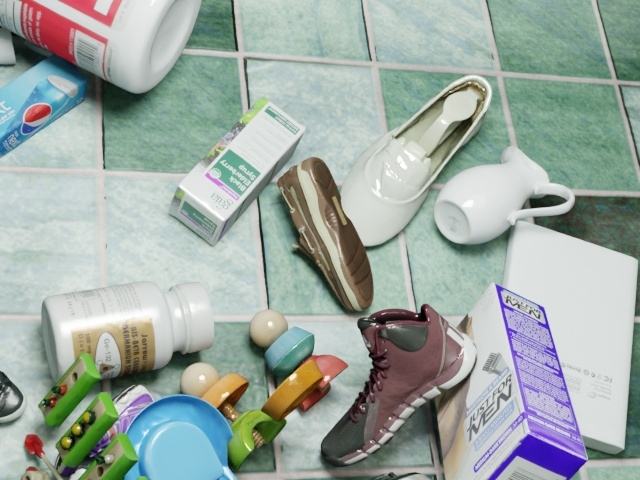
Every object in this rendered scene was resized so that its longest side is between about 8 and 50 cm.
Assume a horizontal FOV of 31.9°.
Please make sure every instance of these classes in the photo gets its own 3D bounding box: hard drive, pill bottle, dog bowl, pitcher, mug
[{"bbox_3d":[0.406,0.156,1.866,0.233,0.047,0.353,18,60,-8],"label":"hard drive"},{"bbox_3d":[-0.407,-0.415,1.747,0.407,0.229,0.229,28,59,5],"label":"pill bottle"},{"bbox_3d":[-0.277,0.127,1.615,0.229,0.131,0.131,-9,67,-22],"label":"pill bottle"},{"bbox_3d":[-0.173,0.356,1.522,0.166,0.074,0.297,-27,90,-32],"label":"dog bowl"},{"bbox_3d":[0.309,-0.065,1.890,0.207,0.125,0.177,-30,42,-33],"label":"pitcher"},{"bbox_3d":[-0.531,-0.313,1.815,0.064,0.078,0.062,-11,100,-13],"label":"mug"}]

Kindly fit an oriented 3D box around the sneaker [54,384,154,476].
[{"bbox_3d":[-0.298,0.276,1.574,0.170,0.068,0.071,-39,97,-24],"label":"sneaker"}]

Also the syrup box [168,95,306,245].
[{"bbox_3d":[-0.134,-0.113,1.806,0.093,0.096,0.237,37,58,3],"label":"syrup box"}]

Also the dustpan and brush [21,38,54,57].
[{"bbox_3d":[-0.370,-0.339,1.868,0.211,0.060,0.147,30,59,-1],"label":"dustpan and brush"}]

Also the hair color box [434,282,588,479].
[{"bbox_3d":[0.259,0.238,1.610,0.110,0.185,0.339,27,28,-14],"label":"hair color box"}]

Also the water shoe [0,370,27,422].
[{"bbox_3d":[-0.497,0.179,1.548,0.203,0.080,0.073,33,59,1],"label":"water shoe"}]

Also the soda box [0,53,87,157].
[{"bbox_3d":[-0.470,-0.208,1.766,0.071,0.067,0.210,44,60,8],"label":"soda box"}]

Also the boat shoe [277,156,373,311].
[{"bbox_3d":[0.004,-0.001,1.805,0.095,0.095,0.257,-10,79,-62],"label":"boat shoe"}]

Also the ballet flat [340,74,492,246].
[{"bbox_3d":[0.166,-0.155,1.903,0.139,0.139,0.400,40,59,5],"label":"ballet flat"}]

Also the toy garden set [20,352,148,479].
[{"bbox_3d":[-0.334,0.306,1.474,0.049,0.204,0.244,14,35,-50],"label":"toy garden set"}]

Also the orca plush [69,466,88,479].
[{"bbox_3d":[-0.246,0.431,1.483,0.102,0.151,0.287,19,22,-52],"label":"orca plush"}]

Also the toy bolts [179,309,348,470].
[{"bbox_3d":[-0.078,0.181,1.623,0.158,0.218,0.228,45,43,12],"label":"toy bolts"}]

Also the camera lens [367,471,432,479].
[{"bbox_3d":[0.099,0.466,1.506,0.219,0.219,0.274,-17,70,-24],"label":"camera lens"}]

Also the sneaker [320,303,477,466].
[{"bbox_3d":[0.077,0.192,1.629,0.281,0.106,0.162,-41,113,4],"label":"sneaker"}]
